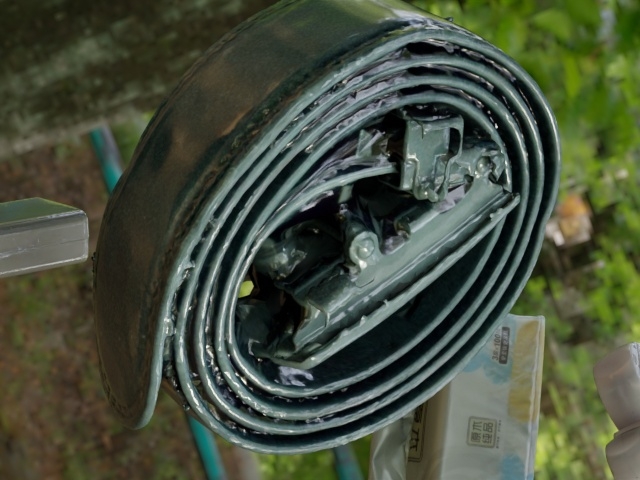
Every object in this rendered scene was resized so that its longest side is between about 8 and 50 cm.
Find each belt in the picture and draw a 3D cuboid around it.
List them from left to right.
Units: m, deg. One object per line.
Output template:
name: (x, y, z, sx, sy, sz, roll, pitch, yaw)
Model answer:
belt: (0.000, 0.000, 0.833, 0.116, 0.267, 0.206, 34, -14, 49)

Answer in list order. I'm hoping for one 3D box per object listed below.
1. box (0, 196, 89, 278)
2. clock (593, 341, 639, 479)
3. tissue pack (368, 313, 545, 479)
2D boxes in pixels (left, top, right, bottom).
box: (-0.339, 0.007, 1.542, 0.244, 0.103, 0.055, -11, 108, -41)
clock: (0.192, 0.116, 0.959, 0.087, 0.041, 0.129, 52, 22, -16)
tissue pack: (0.119, 0.179, 1.532, 0.159, 0.145, 0.229, 116, -19, -84)
